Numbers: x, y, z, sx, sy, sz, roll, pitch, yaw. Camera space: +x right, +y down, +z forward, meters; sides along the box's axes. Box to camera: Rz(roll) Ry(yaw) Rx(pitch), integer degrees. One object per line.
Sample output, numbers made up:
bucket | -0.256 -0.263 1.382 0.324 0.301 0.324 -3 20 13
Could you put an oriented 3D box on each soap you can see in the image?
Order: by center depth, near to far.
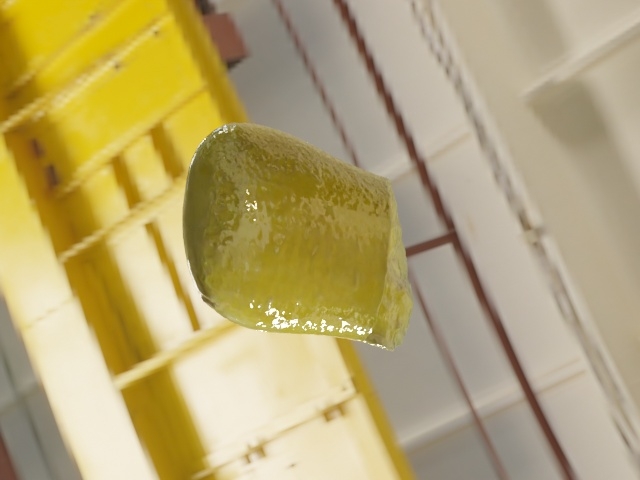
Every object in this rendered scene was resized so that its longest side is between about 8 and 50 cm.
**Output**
soap | 0.000 0.000 0.793 0.033 0.168 0.089 -1 -98 41
